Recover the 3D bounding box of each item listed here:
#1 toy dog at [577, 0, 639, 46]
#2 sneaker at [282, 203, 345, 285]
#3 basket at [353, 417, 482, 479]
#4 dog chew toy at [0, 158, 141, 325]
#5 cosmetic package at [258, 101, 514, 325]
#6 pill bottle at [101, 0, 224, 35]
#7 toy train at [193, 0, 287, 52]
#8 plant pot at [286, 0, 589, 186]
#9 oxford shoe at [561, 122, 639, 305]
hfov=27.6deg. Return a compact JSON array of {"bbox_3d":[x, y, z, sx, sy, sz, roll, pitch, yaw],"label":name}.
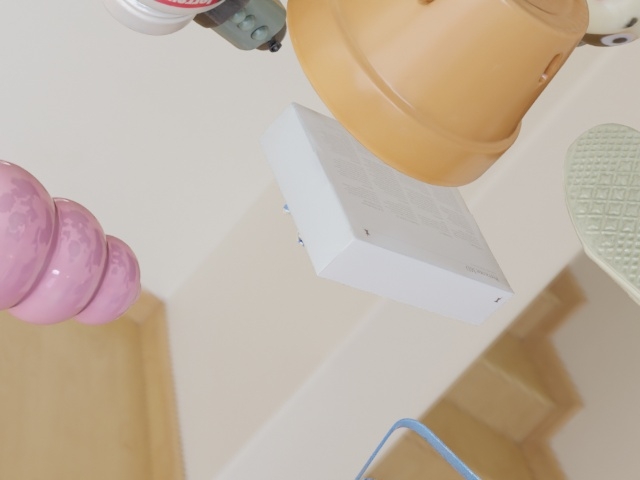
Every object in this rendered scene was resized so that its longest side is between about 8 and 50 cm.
[{"bbox_3d":[0.324,-0.443,1.742,0.408,0.285,0.395,56,11,-12],"label":"toy dog"},{"bbox_3d":[0.000,0.000,2.559,0.211,0.081,0.080,61,-17,11],"label":"sneaker"},{"bbox_3d":[0.123,0.403,1.724,0.255,0.201,0.289,40,61,12],"label":"basket"},{"bbox_3d":[-0.383,0.020,1.757,0.332,0.206,0.206,25,24,-40],"label":"dog chew toy"},{"bbox_3d":[0.105,-0.035,2.025,0.377,0.097,0.284,19,34,-42],"label":"cosmetic package"},{"bbox_3d":[-0.144,-0.358,1.428,0.176,0.318,0.176,10,65,-21],"label":"pill bottle"},{"bbox_3d":[-0.152,-0.376,1.873,0.190,0.142,0.334,58,10,18],"label":"toy train"},{"bbox_3d":[0.140,-0.230,1.362,0.291,0.203,0.291,29,40,-28],"label":"plant pot"},{"bbox_3d":[0.462,0.027,1.724,0.449,0.169,0.130,60,9,34],"label":"oxford shoe"}]
